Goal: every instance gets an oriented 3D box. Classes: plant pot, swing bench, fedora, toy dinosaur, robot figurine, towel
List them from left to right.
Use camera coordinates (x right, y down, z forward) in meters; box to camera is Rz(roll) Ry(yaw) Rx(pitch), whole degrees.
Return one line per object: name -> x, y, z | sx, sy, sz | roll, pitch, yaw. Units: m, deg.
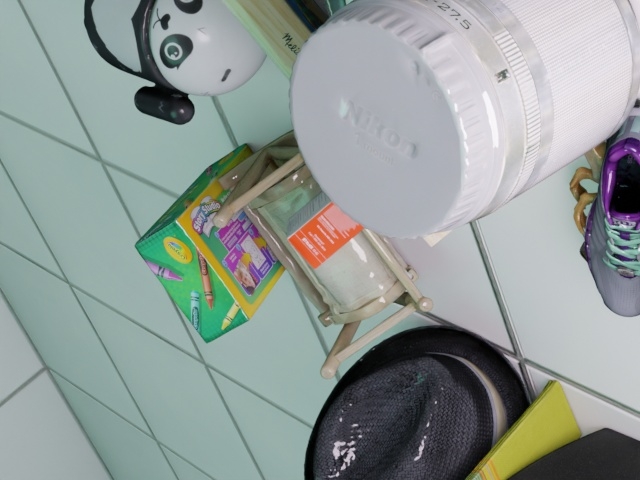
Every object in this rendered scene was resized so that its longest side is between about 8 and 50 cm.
robot figurine -> -0.182, -0.274, 1.946 | 0.278, 0.173, 0.209 | 24, 149, 47
swing bench -> 0.000, 0.000, 2.028 | 0.253, 0.165, 0.255 | 54, -172, -12
fedora -> 0.102, 0.255, 2.022 | 0.334, 0.334, 0.152 | 36, -178, 30
towel -> 0.237, 0.283, 1.961 | 0.021, 0.237, 0.102 | 13, 137, 46
toy dinosaur -> 0.288, -0.068, 1.576 | 0.211, 0.064, 0.112 | 46, 128, -6
plant pot -> 0.356, 0.339, 1.923 | 0.188, 0.167, 0.187 | 20, 144, 51

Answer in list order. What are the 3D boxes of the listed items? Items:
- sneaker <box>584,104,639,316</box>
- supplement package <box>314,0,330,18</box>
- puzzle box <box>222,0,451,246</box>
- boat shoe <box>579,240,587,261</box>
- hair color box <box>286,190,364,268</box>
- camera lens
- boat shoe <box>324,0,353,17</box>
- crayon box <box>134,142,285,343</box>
sneaker -> 0.285, -0.013, 1.507 | 0.083, 0.098, 0.224 | 7, 120, 20
supplement package -> 0.070, -0.256, 1.602 | 0.179, 0.105, 0.105 | 51, 157, -3
puzzle box -> 0.023, -0.185, 1.677 | 0.409, 0.052, 0.272 | 50, -165, -2
boat shoe -> 0.334, 0.049, 1.662 | 0.152, 0.049, 0.056 | 43, 156, 15
hair color box -> 0.040, -0.048, 1.836 | 0.053, 0.167, 0.093 | 47, -170, -11
camera lens -> 0.135, -0.143, 1.405 | 0.219, 0.274, 0.219 | 25, 130, 34
boat shoe -> 0.019, -0.306, 1.501 | 0.099, 0.116, 0.319 | -3, 101, 40
crayon box -> -0.126, -0.002, 2.157 | 0.081, 0.278, 0.165 | -30, 102, 28
